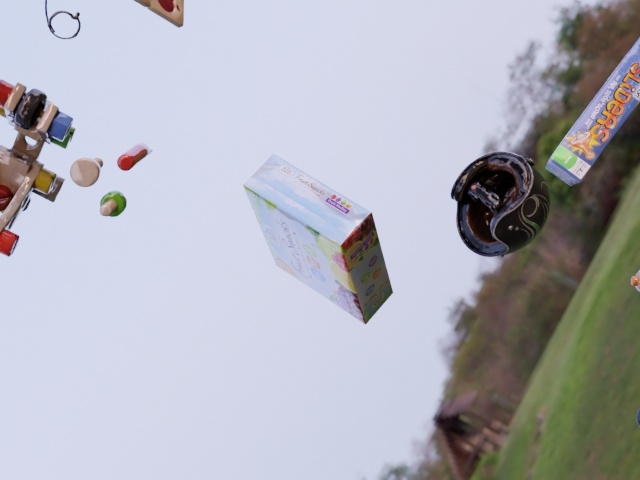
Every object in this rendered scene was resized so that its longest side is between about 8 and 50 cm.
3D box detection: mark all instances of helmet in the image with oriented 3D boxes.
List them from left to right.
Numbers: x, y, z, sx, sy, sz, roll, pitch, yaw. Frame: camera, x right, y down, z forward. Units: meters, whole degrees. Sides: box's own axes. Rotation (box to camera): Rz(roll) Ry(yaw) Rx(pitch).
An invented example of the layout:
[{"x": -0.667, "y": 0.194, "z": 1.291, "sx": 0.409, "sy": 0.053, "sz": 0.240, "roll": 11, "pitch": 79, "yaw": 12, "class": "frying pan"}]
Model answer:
[{"x": 0.307, "y": -0.057, "z": 2.124, "sx": 0.169, "sy": 0.169, "sz": 0.161, "roll": -57, "pitch": -29, "yaw": -17, "class": "helmet"}]

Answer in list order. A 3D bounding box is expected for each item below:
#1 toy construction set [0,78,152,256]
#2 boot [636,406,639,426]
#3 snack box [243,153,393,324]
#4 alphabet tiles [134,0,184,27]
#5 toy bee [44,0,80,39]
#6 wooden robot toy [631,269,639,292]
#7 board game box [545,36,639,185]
[{"x": -0.398, "y": -0.121, "z": 1.830, "sx": 0.237, "sy": 0.309, "sz": 0.257, "roll": -69, "pitch": -19, "yaw": -75, "class": "toy construction set"}, {"x": 0.464, "y": 0.198, "z": 1.358, "sx": 0.219, "sy": 0.106, "sz": 0.082, "roll": -17, "pitch": 38, "yaw": 48, "class": "boot"}, {"x": 0.000, "y": 0.000, "z": 1.686, "sx": 0.070, "sy": 0.174, "sz": 0.207, "roll": -47, "pitch": -29, "yaw": -19, "class": "snack box"}, {"x": -0.187, "y": -0.322, "z": 1.070, "sx": 0.198, "sy": 0.009, "sz": 0.237, "roll": 27, "pitch": -129, "yaw": -44, "class": "alphabet tiles"}, {"x": -0.546, "y": -0.524, "z": 2.268, "sx": 0.298, "sy": 0.195, "sz": 0.162, "roll": 79, "pitch": -171, "yaw": -49, "class": "toy bee"}, {"x": 0.419, "y": 0.060, "z": 1.557, "sx": 0.076, "sy": 0.079, "sz": 0.173, "roll": 177, "pitch": 94, "yaw": -79, "class": "wooden robot toy"}, {"x": 0.264, "y": -0.116, "z": 1.173, "sx": 0.136, "sy": 0.035, "sz": 0.201, "roll": -54, "pitch": -7, "yaw": 8, "class": "board game box"}]
